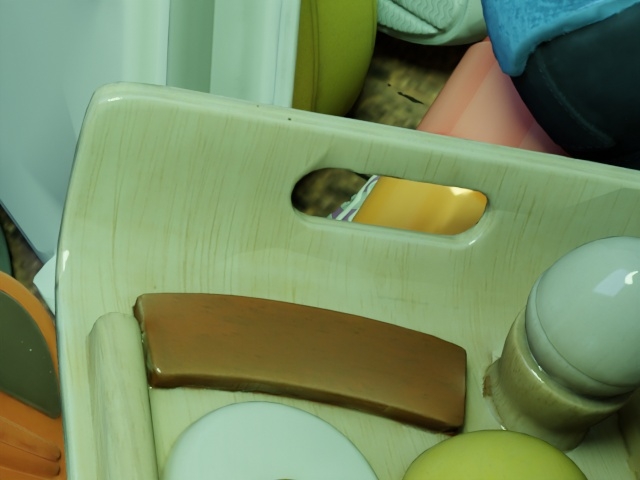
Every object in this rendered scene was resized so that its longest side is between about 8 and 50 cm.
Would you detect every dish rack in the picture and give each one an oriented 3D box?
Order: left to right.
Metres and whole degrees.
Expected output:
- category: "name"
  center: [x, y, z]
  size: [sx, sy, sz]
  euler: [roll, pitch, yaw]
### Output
- category: "dish rack"
  center: [-0.120, -0.112, 0.703]
  size: [0.072, 0.285, 0.333]
  euler: [-13, 37, -26]

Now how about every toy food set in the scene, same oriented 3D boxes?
- category: "toy food set"
  center: [0.050, 0.089, 0.460]
  size: [0.092, 0.220, 0.306]
  euler: [120, 149, -41]

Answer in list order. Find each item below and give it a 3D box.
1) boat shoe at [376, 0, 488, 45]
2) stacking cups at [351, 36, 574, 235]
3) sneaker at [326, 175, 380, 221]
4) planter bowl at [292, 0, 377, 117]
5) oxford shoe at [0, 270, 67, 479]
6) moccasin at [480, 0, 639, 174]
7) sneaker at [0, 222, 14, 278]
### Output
- category: "boat shoe"
  center: [0.020, -0.201, 0.775]
  size: [0.094, 0.109, 0.302]
  euler: [-13, 48, -27]
- category: "stacking cups"
  center: [0.007, 0.061, 0.603]
  size: [0.096, 0.096, 0.316]
  euler: [19, 73, 42]
- category: "sneaker"
  center: [0.000, 0.000, 0.691]
  size: [0.069, 0.038, 0.098]
  euler: [20, 72, 41]
- category: "planter bowl"
  center: [-0.037, -0.103, 0.722]
  size: [0.090, 0.217, 0.217]
  euler: [-13, 37, -28]
- category: "oxford shoe"
  center: [-0.176, 0.193, 0.620]
  size: [0.133, 0.130, 0.363]
  euler: [-15, 60, 38]
- category: "moccasin"
  center: [0.224, -0.126, 0.566]
  size: [0.342, 0.117, 0.137]
  euler: [-20, 41, 16]
- category: "sneaker"
  center: [-0.218, 0.064, 0.757]
  size: [0.101, 0.106, 0.267]
  euler: [-14, 52, 31]
